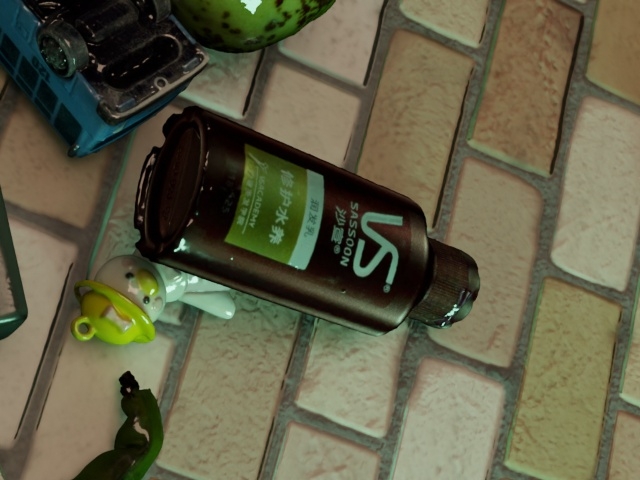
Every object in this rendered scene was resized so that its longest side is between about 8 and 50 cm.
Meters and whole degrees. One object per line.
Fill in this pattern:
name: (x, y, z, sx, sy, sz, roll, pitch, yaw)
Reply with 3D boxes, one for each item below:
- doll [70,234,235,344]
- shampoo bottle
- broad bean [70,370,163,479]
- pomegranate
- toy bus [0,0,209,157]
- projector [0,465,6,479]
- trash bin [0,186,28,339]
doll: (-0.121, 0.019, 1.383, 0.207, 0.081, 0.129, -37, 98, -28)
shampoo bottle: (0.000, 0.000, 1.377, 0.323, 0.084, 0.129, 23, 73, -41)
broad bean: (-0.178, 0.189, 1.318, 0.061, 0.046, 0.195, 32, 57, 3)
pomegranate: (-0.063, -0.295, 1.412, 0.204, 0.276, 0.222, -4, 39, -25)
toy bus: (-0.210, -0.186, 1.386, 0.116, 0.133, 0.234, -36, 83, -30)
projector: (-0.262, 0.239, 1.178, 0.108, 0.198, 0.250, -21, 82, -28)
trash bin: (-0.330, -0.028, 1.301, 0.177, 0.101, 0.236, -12, 79, -28)
